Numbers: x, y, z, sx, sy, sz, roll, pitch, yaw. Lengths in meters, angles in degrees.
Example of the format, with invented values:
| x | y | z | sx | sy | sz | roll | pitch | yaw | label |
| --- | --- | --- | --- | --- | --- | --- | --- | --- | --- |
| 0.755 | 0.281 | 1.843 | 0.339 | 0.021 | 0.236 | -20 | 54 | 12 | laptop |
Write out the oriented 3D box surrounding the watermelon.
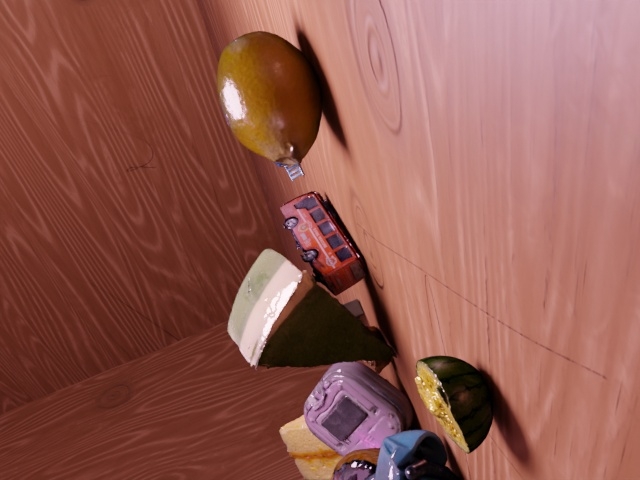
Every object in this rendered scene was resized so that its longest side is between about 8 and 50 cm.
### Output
| x | y | z | sx | sy | sz | roll | pitch | yaw | label |
| --- | --- | --- | --- | --- | --- | --- | --- | --- | --- |
| 0.143 | 0.162 | 0.760 | 0.106 | 0.062 | 0.105 | 58 | 169 | 18 | watermelon |

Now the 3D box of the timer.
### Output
| x | y | z | sx | sy | sz | roll | pitch | yaw | label |
| --- | --- | --- | --- | --- | --- | --- | --- | --- | --- |
| 0.069 | 0.339 | 1.424 | 0.190 | 0.069 | 0.209 | 36 | 129 | 7 | timer |

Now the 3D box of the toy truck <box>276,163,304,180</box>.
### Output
| x | y | z | sx | sy | sz | roll | pitch | yaw | label |
| --- | --- | --- | --- | --- | --- | --- | --- | --- | --- |
| -0.071 | -0.175 | 1.587 | 0.090 | 0.056 | 0.073 | 56 | -173 | -37 | toy truck |

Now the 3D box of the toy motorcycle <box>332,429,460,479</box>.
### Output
| x | y | z | sx | sy | sz | roll | pitch | yaw | label |
| --- | --- | --- | --- | --- | --- | --- | --- | --- | --- |
| 0.160 | 0.442 | 1.079 | 0.172 | 0.232 | 0.416 | 27 | -169 | -40 | toy motorcycle |

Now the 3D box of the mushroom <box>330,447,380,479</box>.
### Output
| x | y | z | sx | sy | sz | roll | pitch | yaw | label |
| --- | --- | --- | --- | --- | --- | --- | --- | --- | --- |
| 0.124 | 0.496 | 1.338 | 0.195 | 0.283 | 0.263 | -58 | -42 | -40 | mushroom |

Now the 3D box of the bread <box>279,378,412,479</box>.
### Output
| x | y | z | sx | sy | sz | roll | pitch | yaw | label |
| --- | --- | --- | --- | --- | --- | --- | --- | --- | --- |
| 0.066 | 0.432 | 1.537 | 0.168 | 0.264 | 0.163 | 64 | 177 | -16 | bread |

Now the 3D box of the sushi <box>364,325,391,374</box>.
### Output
| x | y | z | sx | sy | sz | roll | pitch | yaw | label |
| --- | --- | --- | --- | --- | --- | --- | --- | --- | --- |
| 0.095 | 0.206 | 1.399 | 0.118 | 0.060 | 0.062 | -125 | 18 | -57 | sushi |

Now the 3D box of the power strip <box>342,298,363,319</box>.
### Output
| x | y | z | sx | sy | sz | roll | pitch | yaw | label |
| --- | --- | --- | --- | --- | --- | --- | --- | --- | --- |
| 0.016 | 0.174 | 1.602 | 0.215 | 0.145 | 0.061 | -33 | 76 | 47 | power strip |

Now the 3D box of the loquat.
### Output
| x | y | z | sx | sy | sz | roll | pitch | yaw | label |
| --- | --- | --- | --- | --- | --- | --- | --- | --- | --- |
| -0.068 | -0.193 | 1.010 | 0.152 | 0.152 | 0.195 | 100 | 156 | -80 | loquat |

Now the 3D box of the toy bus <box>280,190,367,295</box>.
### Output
| x | y | z | sx | sy | sz | roll | pitch | yaw | label |
| --- | --- | --- | --- | --- | --- | --- | --- | --- | --- |
| 0.000 | 0.000 | 1.321 | 0.074 | 0.096 | 0.235 | 64 | 178 | -42 | toy bus |

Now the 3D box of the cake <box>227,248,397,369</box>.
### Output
| x | y | z | sx | sy | sz | roll | pitch | yaw | label |
| --- | --- | --- | --- | --- | --- | --- | --- | --- | --- |
| 0.006 | 0.113 | 1.263 | 0.158 | 0.283 | 0.172 | 40 | 121 | 57 | cake |
